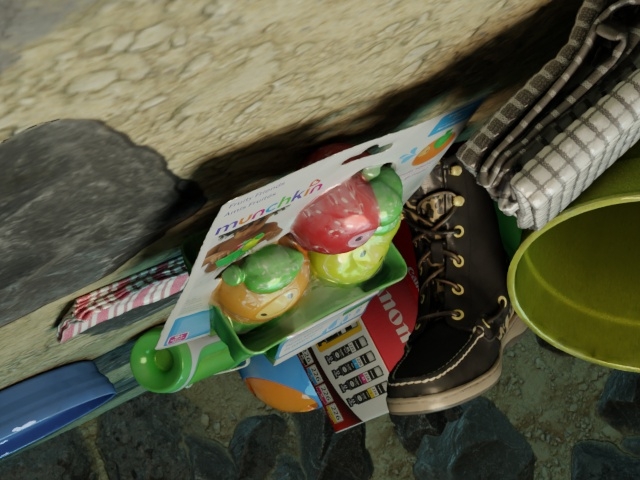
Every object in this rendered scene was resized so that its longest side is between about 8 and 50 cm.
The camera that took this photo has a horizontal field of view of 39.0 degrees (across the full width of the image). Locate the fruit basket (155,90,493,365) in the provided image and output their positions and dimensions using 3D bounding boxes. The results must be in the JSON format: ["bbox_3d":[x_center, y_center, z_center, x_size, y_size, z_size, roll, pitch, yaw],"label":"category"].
[{"bbox_3d":[0.000,0.000,0.958,0.327,0.165,0.353,-25,169,-30],"label":"fruit basket"}]

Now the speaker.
[{"bbox_3d":[-0.239,0.207,1.723,0.131,0.131,0.296,-30,173,18],"label":"speaker"}]

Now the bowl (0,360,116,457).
[{"bbox_3d":[-0.552,0.323,1.578,0.391,0.077,0.391,-27,173,-4],"label":"bowl"}]

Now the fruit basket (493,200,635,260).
[{"bbox_3d":[0.280,0.043,1.488,0.392,0.392,0.283,-29,173,14],"label":"fruit basket"}]

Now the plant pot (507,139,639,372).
[{"bbox_3d":[0.452,-0.069,1.201,0.366,0.366,0.353,-35,-149,47],"label":"plant pot"}]

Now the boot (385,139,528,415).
[{"bbox_3d":[0.158,0.037,1.177,0.138,0.284,0.377,-11,-168,36],"label":"boot"}]

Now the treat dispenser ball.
[{"bbox_3d":[-0.055,0.256,2.110,0.288,0.288,0.288,-27,173,-4],"label":"treat dispenser ball"}]

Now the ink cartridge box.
[{"bbox_3d":[0.066,0.112,1.418,0.130,0.309,0.272,-22,170,-38],"label":"ink cartridge box"}]

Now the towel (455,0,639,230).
[{"bbox_3d":[0.253,-0.127,0.912,0.235,0.121,0.283,-44,168,9],"label":"towel"}]

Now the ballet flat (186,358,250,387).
[{"bbox_3d":[-0.155,0.193,1.921,0.400,0.139,0.139,-29,173,11],"label":"ballet flat"}]

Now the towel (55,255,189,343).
[{"bbox_3d":[-0.233,0.071,1.139,0.197,0.029,0.144,-24,173,-30],"label":"towel"}]
